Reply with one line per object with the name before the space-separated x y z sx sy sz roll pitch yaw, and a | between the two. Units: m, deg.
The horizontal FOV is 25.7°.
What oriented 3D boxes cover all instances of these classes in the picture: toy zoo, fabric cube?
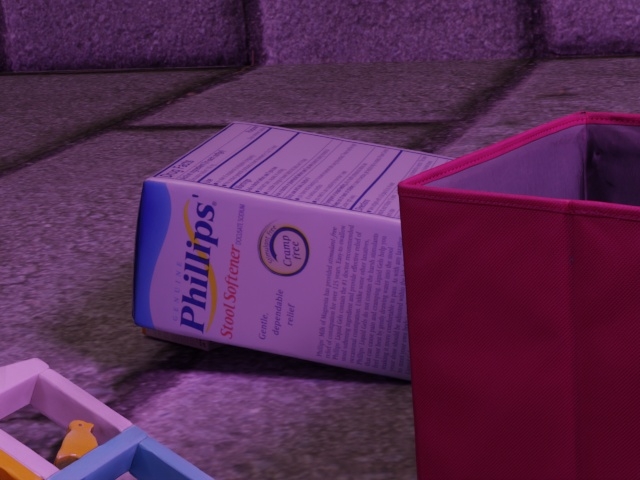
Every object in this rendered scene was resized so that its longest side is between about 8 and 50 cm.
toy zoo | -0.166 0.165 0.874 0.293 0.030 0.192 30 28 18
fabric cube | 0.228 0.068 0.929 0.259 0.258 0.254 7 18 38

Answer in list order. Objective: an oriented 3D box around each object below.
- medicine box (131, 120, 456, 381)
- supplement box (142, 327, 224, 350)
medicine box | 0.000 0.000 1.358 0.289 0.149 0.263 10 18 12
supplement box | -0.125 0.078 1.405 0.098 0.036 0.062 10 20 42
